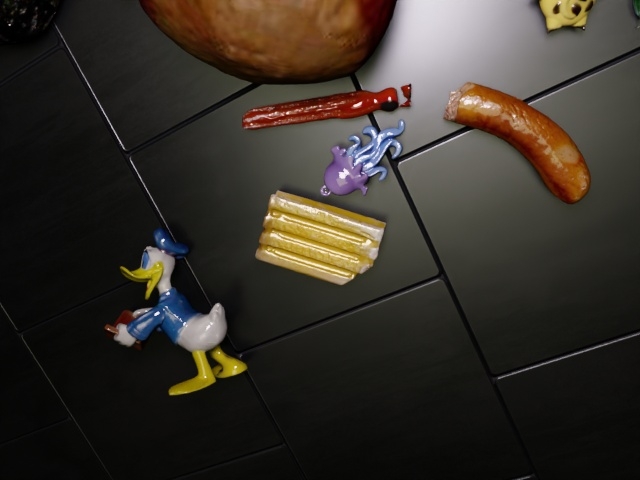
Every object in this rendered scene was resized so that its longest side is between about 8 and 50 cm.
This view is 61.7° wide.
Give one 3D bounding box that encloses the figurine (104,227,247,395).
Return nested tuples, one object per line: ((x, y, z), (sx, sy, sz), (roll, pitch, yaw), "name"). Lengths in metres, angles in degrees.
((-0.325, 0.141, 1.153), (0.284, 0.204, 0.338), (-7, 93, 20), "figurine")

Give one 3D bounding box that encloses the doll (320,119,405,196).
((0.082, -0.152, 1.016), (0.206, 0.067, 0.110), (-38, 83, 8), "doll")

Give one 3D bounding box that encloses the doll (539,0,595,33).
((0.394, -0.482, 0.844), (0.117, 0.086, 0.290), (-6, 108, -3), "doll")

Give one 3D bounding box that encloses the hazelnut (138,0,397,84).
((-0.076, -0.440, 0.822), (0.421, 0.352, 0.420), (-1, 72, 3), "hazelnut")

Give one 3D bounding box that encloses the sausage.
((0.358, -0.181, 0.946), (0.302, 0.076, 0.102), (35, 117, 0), "sausage")

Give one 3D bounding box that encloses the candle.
((0.006, -0.246, 1.005), (0.330, 0.051, 0.048), (-6, 102, 12), "candle")

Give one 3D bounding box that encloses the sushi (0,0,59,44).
((-0.667, -0.507, 0.933), (0.329, 0.285, 0.327), (34, 109, -2), "sushi")

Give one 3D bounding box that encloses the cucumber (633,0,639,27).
((0.525, -0.432, 0.859), (0.039, 0.039, 0.167), (-3, 104, 11), "cucumber")

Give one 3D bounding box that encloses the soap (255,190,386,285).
((0.000, 0.000, 1.068), (0.232, 0.073, 0.140), (17, 110, 5), "soap")
